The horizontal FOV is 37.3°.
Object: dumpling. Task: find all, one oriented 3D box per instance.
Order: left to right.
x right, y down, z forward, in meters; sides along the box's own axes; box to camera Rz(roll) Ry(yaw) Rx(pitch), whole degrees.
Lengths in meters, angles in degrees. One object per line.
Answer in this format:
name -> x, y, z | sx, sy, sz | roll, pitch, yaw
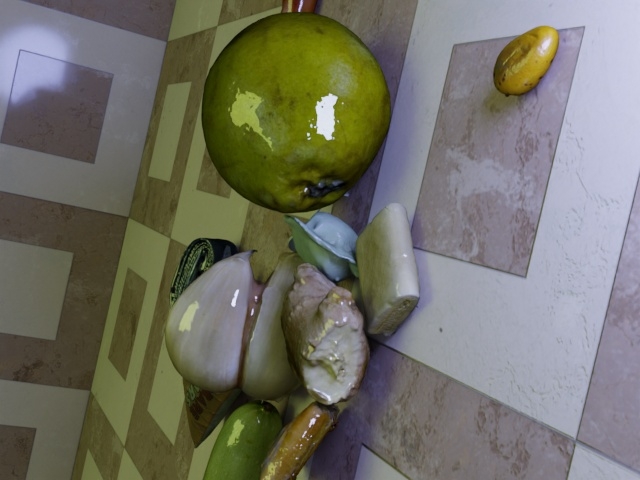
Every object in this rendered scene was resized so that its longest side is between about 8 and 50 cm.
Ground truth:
dumpling -> 0.013, -0.003, 1.683 | 0.219, 0.108, 0.153 | 26, 143, 58

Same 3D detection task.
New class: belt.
belt -> -0.274, 0.095, 2.313 | 0.122, 0.128, 0.218 | 31, 109, 34

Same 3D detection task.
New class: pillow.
pillow -> -0.227, 0.258, 2.114 | 0.310, 0.119, 0.312 | -54, 30, 39

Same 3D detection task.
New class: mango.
mango -> 0.280, -0.245, 1.289 | 0.114, 0.057, 0.079 | -48, 33, 36

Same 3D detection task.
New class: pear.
pear -> -0.052, -0.233, 1.694 | 0.413, 0.351, 0.352 | -99, 31, -49

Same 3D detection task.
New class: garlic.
garlic -> -0.128, 0.168, 1.786 | 0.249, 0.286, 0.313 | -40, -23, -58

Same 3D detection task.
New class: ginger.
ginger -> 0.009, 0.146, 1.560 | 0.221, 0.130, 0.276 | 95, 161, -49

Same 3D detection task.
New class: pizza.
pizza -> -0.039, 0.348, 1.601 | 0.189, 0.071, 0.297 | -55, -10, -8

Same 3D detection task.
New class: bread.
bread -> 0.110, 0.048, 1.524 | 0.139, 0.060, 0.178 | 129, 144, -49

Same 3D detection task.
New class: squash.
squash -> -0.145, 0.418, 1.849 | 0.247, 0.132, 0.132 | -70, 25, 13

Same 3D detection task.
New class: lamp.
lamp -> -0.007, -0.038, 1.845 | 0.198, 0.050, 0.056 | -60, 31, 36

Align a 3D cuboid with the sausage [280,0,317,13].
sausage -> -0.042, -0.559, 2.137 | 0.089, 0.083, 0.300 | 26, 106, 56
